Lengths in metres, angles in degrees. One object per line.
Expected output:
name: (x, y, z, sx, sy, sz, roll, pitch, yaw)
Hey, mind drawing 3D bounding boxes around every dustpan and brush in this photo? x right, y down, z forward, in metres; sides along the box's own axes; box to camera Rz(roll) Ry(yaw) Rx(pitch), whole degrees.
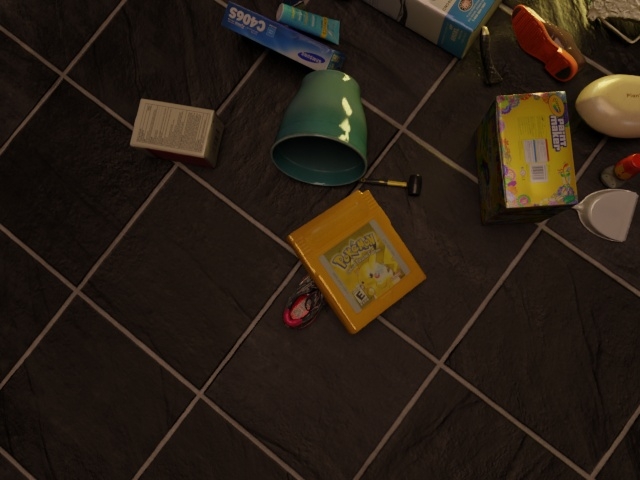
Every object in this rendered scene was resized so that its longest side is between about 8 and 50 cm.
dustpan and brush: (0.776, -0.089, 1.490, 0.211, 0.060, 0.147, 13, 96, 0)

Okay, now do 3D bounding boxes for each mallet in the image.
mallet: (0.210, -0.181, 1.553, 0.189, 0.039, 0.062, 14, 84, 10)

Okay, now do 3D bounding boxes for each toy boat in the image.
toy boat: (0.852, -0.314, 1.478, 0.267, 0.148, 0.319, 6, 76, 0)

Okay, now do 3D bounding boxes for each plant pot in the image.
plant pot: (0.014, -0.332, 1.482, 0.271, 0.272, 0.255, 7, 69, 5)

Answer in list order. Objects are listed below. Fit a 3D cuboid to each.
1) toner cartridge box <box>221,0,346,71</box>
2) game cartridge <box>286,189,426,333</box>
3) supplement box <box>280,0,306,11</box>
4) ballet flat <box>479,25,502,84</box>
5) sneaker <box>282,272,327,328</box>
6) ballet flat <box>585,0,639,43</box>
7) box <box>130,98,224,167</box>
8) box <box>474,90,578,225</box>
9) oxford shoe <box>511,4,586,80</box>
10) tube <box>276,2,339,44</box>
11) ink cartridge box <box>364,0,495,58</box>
toner cartridge box: (-0.106, -0.601, 1.559, 0.347, 0.165, 0.075, 28, 111, 8)
game cartridge: (0.105, 0.049, 1.454, 0.285, 0.052, 0.324, -34, 92, -20)
supplement box: (-0.089, -0.745, 1.623, 0.056, 0.083, 0.083, -28, 81, 1)
ballet flat: (0.502, -0.548, 1.538, 0.049, 0.057, 0.173, -10, 117, 20)
sneaker: (0.003, 0.133, 1.486, 0.120, 0.112, 0.299, 34, 86, 8)
ballet flat: (0.975, -0.631, 1.521, 0.408, 0.147, 0.147, 28, 85, 10)
box: (-0.428, -0.321, 1.571, 0.232, 0.127, 0.149, 11, 84, 6)
box: (0.539, -0.207, 1.405, 0.176, 0.279, 0.290, -3, 83, 4)
oxford shoe: (0.680, -0.600, 1.553, 0.098, 0.097, 0.271, -35, 85, -21)
tube: (-0.033, -0.668, 1.595, 0.207, 0.052, 0.080, 7, 86, -28)
ink cartridge box: (0.346, -0.786, 1.553, 0.394, 0.166, 0.286, 34, 86, 8)
